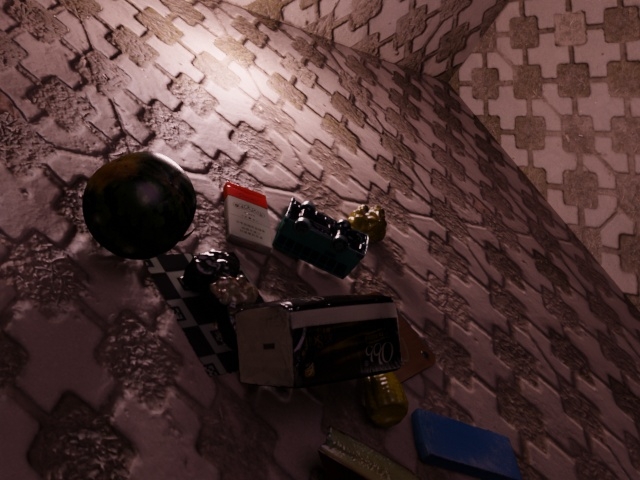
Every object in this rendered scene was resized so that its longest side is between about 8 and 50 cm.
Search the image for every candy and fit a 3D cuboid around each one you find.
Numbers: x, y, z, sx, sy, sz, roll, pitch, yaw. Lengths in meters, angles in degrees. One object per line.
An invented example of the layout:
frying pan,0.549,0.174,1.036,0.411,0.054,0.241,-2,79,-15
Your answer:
candy,0.155,0.368,1.840,0.106,0.094,0.199,17,29,-20

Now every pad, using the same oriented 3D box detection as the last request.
pad,0.175,0.272,2.065,0.284,0.018,0.286,49,34,20

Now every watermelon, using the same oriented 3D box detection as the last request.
watermelon,-0.423,-0.079,1.708,0.268,0.269,0.269,26,32,-18

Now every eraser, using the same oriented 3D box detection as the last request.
eraser,0.374,0.534,1.879,0.311,0.043,0.144,22,34,-23

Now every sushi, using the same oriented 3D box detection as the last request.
sushi,-0.218,0.131,1.774,0.296,0.100,0.373,-2,47,-46

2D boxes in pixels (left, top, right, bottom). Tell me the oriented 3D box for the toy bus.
toy bus,0.000,0.000,2.130,0.255,0.147,0.128,26,33,-7

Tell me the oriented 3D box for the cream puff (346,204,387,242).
cream puff,0.166,-0.068,2.424,0.146,0.116,0.146,23,36,-18

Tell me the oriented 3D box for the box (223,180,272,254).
box,-0.213,-0.068,2.116,0.139,0.035,0.245,19,35,-26

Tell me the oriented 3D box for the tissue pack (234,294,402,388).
tissue pack,-0.002,0.228,1.703,0.369,0.210,0.198,1,86,-44

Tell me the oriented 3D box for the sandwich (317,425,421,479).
sandwich,0.093,0.504,1.588,0.258,0.096,0.094,33,37,-9
